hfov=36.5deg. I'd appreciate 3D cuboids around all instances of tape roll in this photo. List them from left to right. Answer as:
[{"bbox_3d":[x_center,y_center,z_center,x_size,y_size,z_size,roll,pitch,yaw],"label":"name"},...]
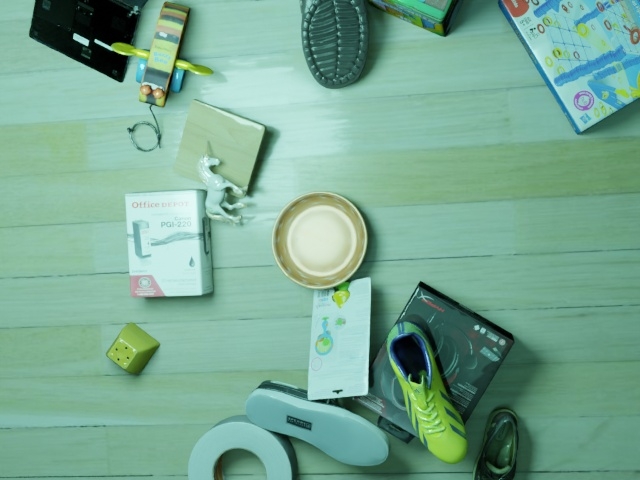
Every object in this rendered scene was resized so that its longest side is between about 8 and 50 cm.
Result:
[{"bbox_3d":[-0.160,0.477,2.012,0.219,0.072,0.219,0,93,10],"label":"tape roll"}]

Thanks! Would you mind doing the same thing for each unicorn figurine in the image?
[{"bbox_3d":[-0.201,-0.103,1.944,0.111,0.060,0.162,18,114,9],"label":"unicorn figurine"}]

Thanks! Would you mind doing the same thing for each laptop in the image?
[{"bbox_3d":[-0.457,-0.511,2.035,0.234,0.136,0.264,27,122,7],"label":"laptop"}]

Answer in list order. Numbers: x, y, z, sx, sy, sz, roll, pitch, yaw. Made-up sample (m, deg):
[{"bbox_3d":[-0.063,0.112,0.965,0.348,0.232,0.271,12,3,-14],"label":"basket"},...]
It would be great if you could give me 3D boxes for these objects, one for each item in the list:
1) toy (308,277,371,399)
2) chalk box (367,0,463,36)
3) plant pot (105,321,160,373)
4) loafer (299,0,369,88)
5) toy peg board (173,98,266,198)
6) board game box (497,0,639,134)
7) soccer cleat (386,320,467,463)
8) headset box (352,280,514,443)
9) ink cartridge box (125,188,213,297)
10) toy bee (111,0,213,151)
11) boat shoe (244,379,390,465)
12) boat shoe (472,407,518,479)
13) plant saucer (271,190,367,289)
[{"bbox_3d":[0.049,0.200,1.941,0.137,0.056,0.237,-11,68,31],"label":"toy"},{"bbox_3d":[0.185,-0.509,1.795,0.179,0.289,0.180,25,96,7],"label":"chalk box"},{"bbox_3d":[-0.402,0.230,2.030,0.081,0.083,0.081,36,98,6],"label":"plant pot"},{"bbox_3d":[0.023,-0.485,1.910,0.134,0.130,0.366,-4,109,3],"label":"loafer"},{"bbox_3d":[-0.198,-0.194,1.990,0.161,0.079,0.161,21,112,8],"label":"toy peg board"},{"bbox_3d":[0.547,-0.411,1.846,0.302,0.086,0.308,-31,88,9],"label":"board game box"},{"bbox_3d":[0.194,0.290,1.808,0.093,0.121,0.289,-21,91,9],"label":"soccer cleat"},{"bbox_3d":[0.216,0.262,1.922,0.218,0.110,0.293,31,97,6],"label":"headset box"},{"bbox_3d":[-0.311,0.005,2.001,0.158,0.092,0.218,-3,91,9],"label":"ink cartridge box"},{"bbox_3d":[-0.312,-0.331,1.944,0.195,0.162,0.298,-7,99,-5],"label":"toy bee"},{"bbox_3d":[0.003,0.360,1.963,0.306,0.105,0.113,12,115,17],"label":"boat shoe"},{"bbox_3d":[0.349,0.448,1.929,0.080,0.073,0.223,11,94,8],"label":"boat shoe"},{"bbox_3d":[0.000,0.000,1.968,0.200,0.037,0.200,-1,85,14],"label":"plant saucer"}]
